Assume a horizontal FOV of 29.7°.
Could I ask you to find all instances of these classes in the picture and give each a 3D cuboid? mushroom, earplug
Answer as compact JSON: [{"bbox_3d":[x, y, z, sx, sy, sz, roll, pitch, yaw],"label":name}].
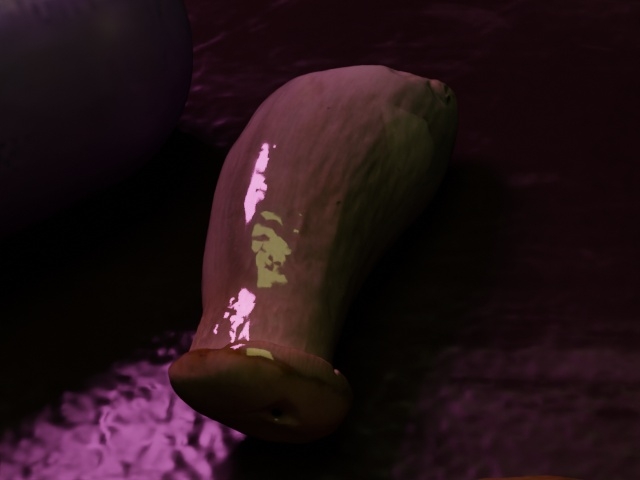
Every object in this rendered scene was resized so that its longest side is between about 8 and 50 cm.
[{"bbox_3d":[-0.006,-0.009,0.622,0.096,0.108,0.247,-29,27,43],"label":"mushroom"},{"bbox_3d":[-0.281,-0.049,0.640,0.456,0.215,0.215,-24,47,-19],"label":"earplug"}]

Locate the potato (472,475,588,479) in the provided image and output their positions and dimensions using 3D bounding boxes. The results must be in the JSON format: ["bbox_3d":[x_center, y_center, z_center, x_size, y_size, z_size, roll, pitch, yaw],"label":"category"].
[{"bbox_3d":[0.022,0.188,0.393,0.176,0.141,0.298,24,55,25],"label":"potato"}]
